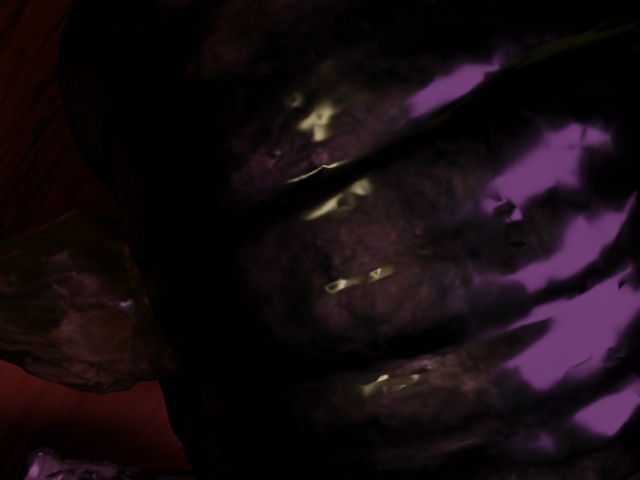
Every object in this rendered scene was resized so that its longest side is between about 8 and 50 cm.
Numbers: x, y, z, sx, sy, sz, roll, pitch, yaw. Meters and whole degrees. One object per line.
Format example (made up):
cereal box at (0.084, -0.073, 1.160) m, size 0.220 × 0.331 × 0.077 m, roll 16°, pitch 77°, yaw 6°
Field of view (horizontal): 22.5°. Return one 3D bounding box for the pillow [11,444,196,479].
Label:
pillow at (-0.046, 0.182, 0.718) m, size 0.302 × 0.075 × 0.185 m, roll 13°, pitch 96°, yaw -52°

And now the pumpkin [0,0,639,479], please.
pumpkin at (0.000, 0.000, 0.572) m, size 0.296 × 0.296 × 0.296 m, roll -19°, pitch 118°, yaw -42°
